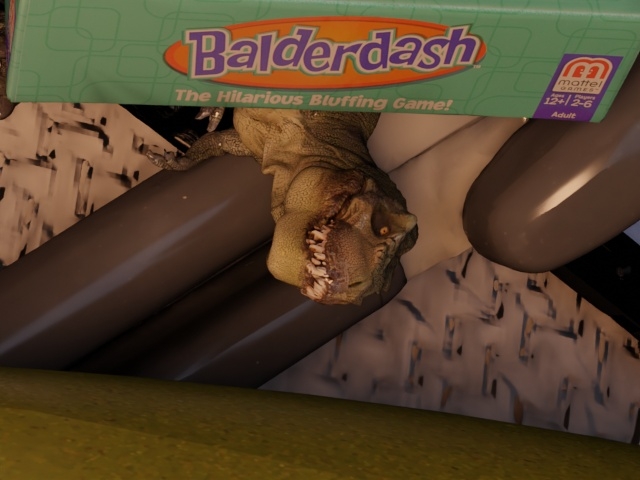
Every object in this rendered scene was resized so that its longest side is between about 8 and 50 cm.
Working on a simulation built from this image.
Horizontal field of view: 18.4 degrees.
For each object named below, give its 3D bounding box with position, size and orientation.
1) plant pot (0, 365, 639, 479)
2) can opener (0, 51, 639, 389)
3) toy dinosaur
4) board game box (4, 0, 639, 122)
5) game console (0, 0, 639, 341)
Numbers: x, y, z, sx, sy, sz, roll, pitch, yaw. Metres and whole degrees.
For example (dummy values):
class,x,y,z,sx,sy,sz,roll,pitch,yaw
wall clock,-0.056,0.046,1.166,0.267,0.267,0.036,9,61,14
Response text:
class,x,y,z,sx,sy,sz,roll,pitch,yaw
plant pot,-0.045,0.179,0.443,0.353,0.366,0.367,20,73,-12
can opener,0.000,0.000,0.576,0.283,0.095,0.076,-33,112,-14
toy dinosaur,-0.034,-0.087,0.574,0.118,0.064,0.268,1,59,-6
board game box,-0.009,-0.131,0.545,0.160,0.047,0.210,1,57,-14
game console,0.062,-0.079,0.686,0.361,0.044,0.213,37,68,-18
